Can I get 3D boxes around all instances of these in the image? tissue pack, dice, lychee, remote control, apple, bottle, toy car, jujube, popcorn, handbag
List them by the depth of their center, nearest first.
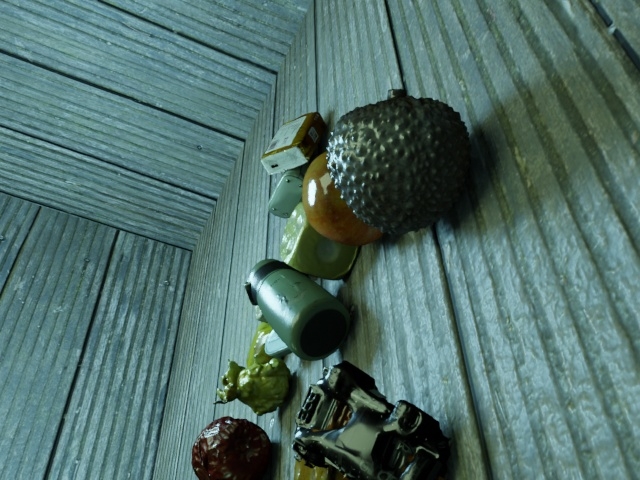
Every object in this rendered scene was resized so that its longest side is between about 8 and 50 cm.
[{"bbox_3d":[0.083,0.343,1.151,0.301,0.118,0.193,25,80,40],"label":"toy car"},{"bbox_3d":[0.150,-0.153,1.314,0.300,0.300,0.299,-161,90,-72],"label":"lychee"},{"bbox_3d":[0.073,-0.106,1.594,0.241,0.242,0.241,179,108,-72],"label":"apple"},{"bbox_3d":[-0.073,0.157,1.717,0.347,0.169,0.168,37,109,54],"label":"bottle"},{"bbox_3d":[0.000,0.000,1.784,0.166,0.169,0.169,-68,19,9],"label":"dice"},{"bbox_3d":[-0.066,0.254,1.836,0.247,0.052,0.104,-29,35,45],"label":"remote control"},{"bbox_3d":[-0.249,0.590,1.864,0.232,0.213,0.212,127,154,-47],"label":"jujube"},{"bbox_3d":[-0.184,0.401,1.885,0.168,0.195,0.173,122,164,-57],"label":"popcorn"},{"bbox_3d":[-0.093,-0.345,2.365,0.183,0.092,0.226,-13,34,33],"label":"tissue pack"},{"bbox_3d":[-0.111,-0.241,2.475,0.241,0.109,0.315,-57,19,34],"label":"handbag"}]

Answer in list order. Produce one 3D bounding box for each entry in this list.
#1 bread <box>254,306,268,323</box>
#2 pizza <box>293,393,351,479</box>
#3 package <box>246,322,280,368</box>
[{"bbox_3d":[-0.104,0.181,1.964,0.134,0.141,0.148,-148,79,-76],"label":"bread"},{"bbox_3d":[0.021,0.450,1.360,0.408,0.114,0.277,-105,37,-59],"label":"pizza"},{"bbox_3d":[-0.169,0.347,2.071,0.168,0.090,0.226,-141,68,-68],"label":"package"}]
